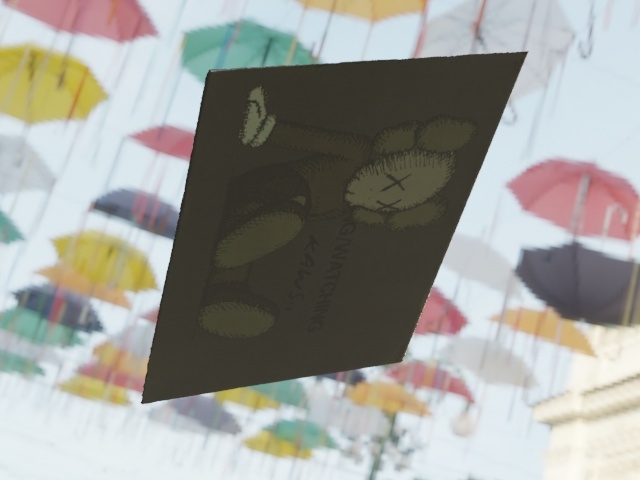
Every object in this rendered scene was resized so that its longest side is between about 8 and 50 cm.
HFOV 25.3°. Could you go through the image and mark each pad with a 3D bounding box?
[{"bbox_3d":[0.000,0.000,0.571,0.127,0.004,0.190,-7,-40,-22],"label":"pad"}]
